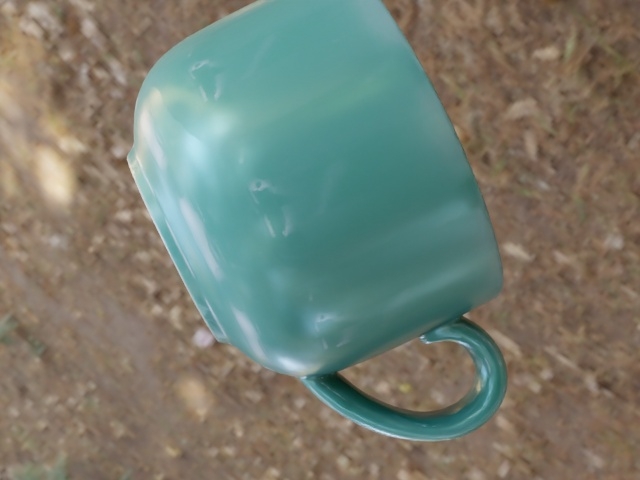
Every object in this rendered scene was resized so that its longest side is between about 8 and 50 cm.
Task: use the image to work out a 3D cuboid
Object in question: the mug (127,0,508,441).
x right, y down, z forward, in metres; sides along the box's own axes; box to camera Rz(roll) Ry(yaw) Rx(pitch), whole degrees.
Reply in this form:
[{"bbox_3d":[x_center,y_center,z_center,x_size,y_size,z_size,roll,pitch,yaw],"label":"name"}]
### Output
[{"bbox_3d":[-0.003,-0.007,0.447,0.129,0.097,0.158,71,173,-62],"label":"mug"}]
